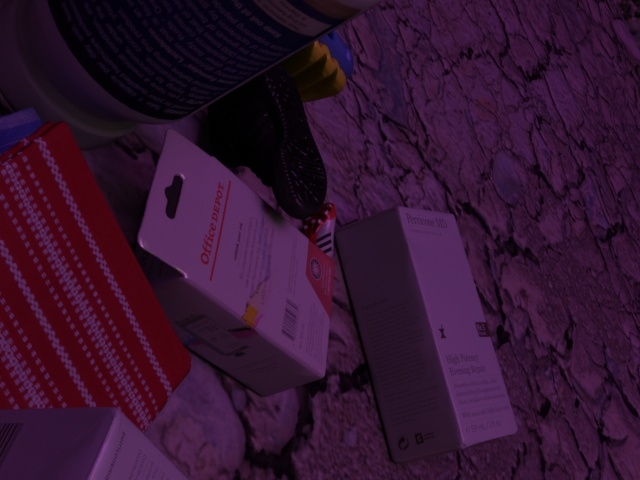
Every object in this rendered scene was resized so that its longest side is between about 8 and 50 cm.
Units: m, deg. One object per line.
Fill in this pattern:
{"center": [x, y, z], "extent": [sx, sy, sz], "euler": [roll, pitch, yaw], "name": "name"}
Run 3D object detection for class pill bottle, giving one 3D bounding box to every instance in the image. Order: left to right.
{"center": [-0.092, -0.168, 0.618], "extent": [0.153, 0.265, 0.153], "euler": [34, 44, -40], "name": "pill bottle"}

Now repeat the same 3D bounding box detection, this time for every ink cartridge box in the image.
{"center": [-0.076, 0.020, 0.700], "extent": [0.198, 0.067, 0.115], "euler": [42, 40, -36], "name": "ink cartridge box"}

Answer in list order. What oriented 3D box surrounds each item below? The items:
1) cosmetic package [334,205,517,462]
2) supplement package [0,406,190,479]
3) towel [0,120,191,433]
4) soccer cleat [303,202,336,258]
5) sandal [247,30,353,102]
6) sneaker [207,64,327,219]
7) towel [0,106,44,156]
{"center": [0.102, 0.088, 0.896], "extent": [0.117, 0.086, 0.231], "euler": [4, 68, -54], "name": "cosmetic package"}
{"center": [-0.105, 0.201, 0.435], "extent": [0.244, 0.139, 0.133], "euler": [59, 37, -39], "name": "supplement package"}
{"center": [-0.179, 0.077, 0.502], "extent": [0.275, 0.031, 0.198], "euler": [-54, 128, -49], "name": "towel"}
{"center": [0.000, 0.000, 0.859], "extent": [0.035, 0.029, 0.083], "euler": [53, 38, -34], "name": "soccer cleat"}
{"center": [-0.078, -0.235, 0.785], "extent": [0.317, 0.126, 0.138], "euler": [39, 57, -40], "name": "sandal"}
{"center": [-0.051, -0.077, 0.764], "extent": [0.051, 0.089, 0.170], "euler": [14, 53, -44], "name": "sneaker"}
{"center": [-0.224, 0.035, 0.519], "extent": [0.285, 0.034, 0.209], "euler": [-27, 93, -57], "name": "towel"}
